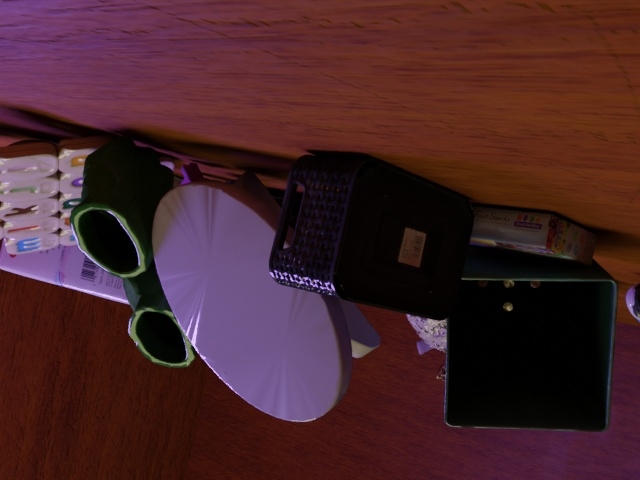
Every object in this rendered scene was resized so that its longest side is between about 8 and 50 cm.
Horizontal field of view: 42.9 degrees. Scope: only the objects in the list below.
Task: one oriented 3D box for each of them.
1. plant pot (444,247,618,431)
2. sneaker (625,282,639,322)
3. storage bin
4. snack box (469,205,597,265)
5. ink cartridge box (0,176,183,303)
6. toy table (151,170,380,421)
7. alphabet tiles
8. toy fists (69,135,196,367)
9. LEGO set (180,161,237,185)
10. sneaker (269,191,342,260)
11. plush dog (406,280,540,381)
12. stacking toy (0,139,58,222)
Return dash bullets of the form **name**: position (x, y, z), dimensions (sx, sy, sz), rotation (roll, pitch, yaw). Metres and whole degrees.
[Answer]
- **plant pot**: position (0.226, 0.084, 0.926), dimensions (0.166, 0.165, 0.234), rotation (0, -164, 9)
- **sneaker**: position (0.494, 0.103, 1.192), dimensions (0.211, 0.080, 0.081), rotation (17, 171, -43)
- **storage bin**: position (0.053, 0.000, 0.756), dimensions (0.084, 0.122, 0.180), rotation (9, 175, 45)
- **snack box**: position (0.193, -0.007, 0.832), dimensions (0.141, 0.037, 0.100), rotation (10, 177, 44)
- **ink cartridge box**: position (-0.350, -0.020, 1.288), dimensions (0.278, 0.201, 0.117), rotation (11, 176, 26)
- **toy table**: position (-0.046, 0.046, 0.891), dimensions (0.252, 0.274, 0.161), rotation (-26, -179, 31)
- **alphabet tiles**: position (-0.328, -0.051, 1.018), dimensions (0.278, 0.021, 0.284), rotation (-11, 162, -21)
- **toy fists**: position (-0.200, 0.013, 0.951), dimensions (0.096, 0.142, 0.279), rotation (-6, 128, 18)
- **LEGO set**: position (-0.165, -0.049, 1.083), dimensions (0.087, 0.093, 0.227), rotation (-23, 170, -34)
- **sneaker**: position (-0.023, -0.015, 1.083), dimensions (0.276, 0.097, 0.135), rotation (24, 162, 21)
- **plush dog**: position (0.174, 0.071, 1.236), dimensions (0.225, 0.210, 0.262), rotation (45, 158, -29)
- **stacking toy**: position (-0.562, -0.069, 1.130), dimensions (0.480, 0.350, 0.350), rotation (-6, 173, 12)
